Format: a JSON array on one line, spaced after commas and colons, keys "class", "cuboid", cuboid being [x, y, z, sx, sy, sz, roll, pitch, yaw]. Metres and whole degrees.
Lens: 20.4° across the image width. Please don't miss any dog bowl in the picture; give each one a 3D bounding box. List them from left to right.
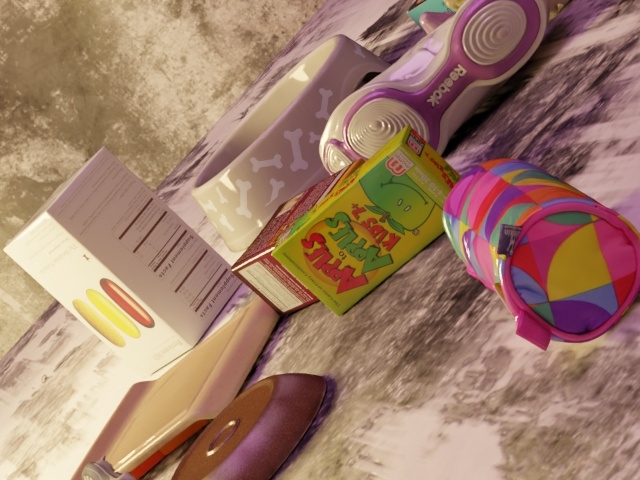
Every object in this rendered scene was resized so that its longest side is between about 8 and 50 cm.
[{"class": "dog bowl", "cuboid": [-0.041, -0.143, 2.459, 0.349, 0.102, 0.349, -45, 11, 11]}]

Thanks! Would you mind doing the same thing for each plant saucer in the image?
[{"class": "plant saucer", "cuboid": [-0.076, 0.185, 1.586, 0.198, 0.036, 0.198, -44, 12, 12]}]

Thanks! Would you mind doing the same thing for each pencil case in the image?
[{"class": "pencil case", "cuboid": [0.148, 0.003, 1.233, 0.104, 0.104, 0.236, -46, 10, 5]}]

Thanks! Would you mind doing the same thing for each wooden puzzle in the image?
[{"class": "wooden puzzle", "cuboid": [-0.150, 0.174, 1.905, 0.239, 0.044, 0.221, -34, 16, 33]}]

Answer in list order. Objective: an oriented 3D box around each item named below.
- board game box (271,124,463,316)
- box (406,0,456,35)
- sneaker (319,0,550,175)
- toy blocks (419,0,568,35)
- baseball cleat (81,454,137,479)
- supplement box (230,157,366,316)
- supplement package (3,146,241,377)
[{"class": "board game box", "cuboid": [0.049, -0.017, 1.680, 0.181, 0.092, 0.043, -40, 14, 29]}, {"class": "box", "cuboid": [0.212, -0.343, 2.319, 0.100, 0.060, 0.244, -51, 12, -24]}, {"class": "sneaker", "cuboid": [0.133, -0.163, 1.921, 0.305, 0.114, 0.152, -38, 0, 21]}, {"class": "toy blocks", "cuboid": [0.144, -0.396, 2.032, 0.288, 0.260, 0.309, -45, 29, 37]}, {"class": "baseball cleat", "cuboid": [-0.209, 0.266, 1.708, 0.109, 0.072, 0.206, -56, 9, -13]}, {"class": "supplement box", "cuboid": [0.000, 0.000, 1.837, 0.104, 0.081, 0.188, -53, 13, -29]}, {"class": "supplement package", "cuboid": [-0.244, 0.030, 2.222, 0.139, 0.244, 0.134, -35, 15, 51]}]
